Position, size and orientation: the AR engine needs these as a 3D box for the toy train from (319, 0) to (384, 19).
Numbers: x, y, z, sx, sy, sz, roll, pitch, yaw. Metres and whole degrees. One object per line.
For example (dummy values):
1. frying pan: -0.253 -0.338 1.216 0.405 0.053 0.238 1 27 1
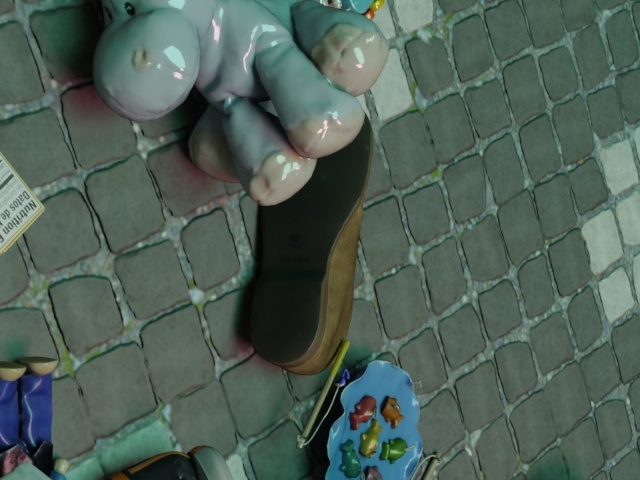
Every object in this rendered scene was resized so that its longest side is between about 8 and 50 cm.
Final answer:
1. toy train: 0.021 -0.329 1.543 0.125 0.046 0.166 7 79 -42

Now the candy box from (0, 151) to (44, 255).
1. candy box: -0.379 -0.112 1.054 0.087 0.182 0.316 -52 121 -31

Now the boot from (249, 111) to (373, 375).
1. boot: 0.000 0.000 1.484 0.115 0.112 0.305 40 60 -61

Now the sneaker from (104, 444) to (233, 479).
1. sneaker: -0.132 0.354 1.235 0.180 0.125 0.321 -14 56 -20

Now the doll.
1. doll: -0.278 0.204 1.226 0.129 0.046 0.189 -5 98 -51

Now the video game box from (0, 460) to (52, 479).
1. video game box: -0.301 0.315 1.139 0.187 0.048 0.205 -31 137 -38

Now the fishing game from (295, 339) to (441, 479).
1. fishing game: 0.071 0.231 1.534 0.189 0.041 0.264 -60 136 -29

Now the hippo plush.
1. hippo plush: -0.089 -0.200 1.299 0.236 0.234 0.294 23 73 -41
